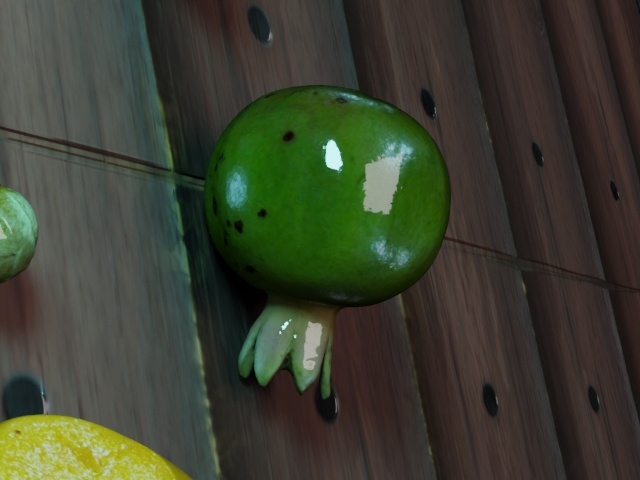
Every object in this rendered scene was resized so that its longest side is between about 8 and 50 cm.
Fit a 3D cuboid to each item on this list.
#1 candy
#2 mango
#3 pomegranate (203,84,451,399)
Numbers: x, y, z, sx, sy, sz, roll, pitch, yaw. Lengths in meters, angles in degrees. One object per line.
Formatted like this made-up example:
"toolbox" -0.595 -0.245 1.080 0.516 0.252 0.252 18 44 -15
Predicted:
"candy" -0.219 0.022 0.594 0.202 0.061 0.061 -38 108 -51
"mango" -0.124 0.165 0.621 0.141 0.102 0.217 56 20 21
"pomegranate" -0.002 0.000 0.866 0.187 0.187 0.225 15 86 -57
